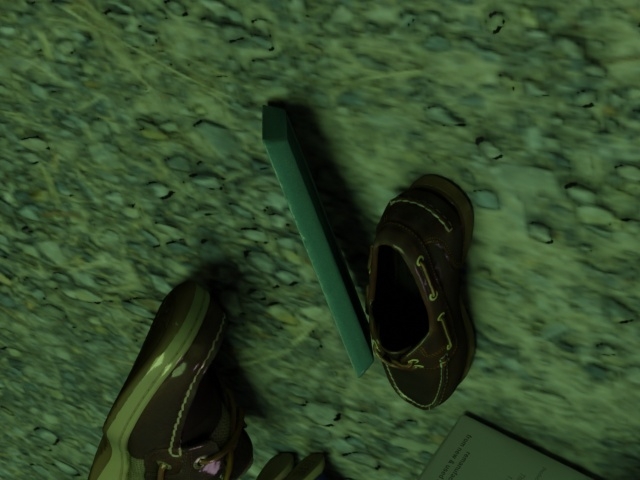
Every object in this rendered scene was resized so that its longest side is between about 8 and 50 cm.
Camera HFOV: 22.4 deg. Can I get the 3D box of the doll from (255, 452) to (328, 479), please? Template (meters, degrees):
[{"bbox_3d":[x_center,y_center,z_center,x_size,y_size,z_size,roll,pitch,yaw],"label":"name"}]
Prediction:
[{"bbox_3d":[0.022,0.265,1.381,0.129,0.046,0.189,-7,123,45],"label":"doll"}]

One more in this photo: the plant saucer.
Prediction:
[{"bbox_3d":[0.000,0.000,1.108,0.018,0.067,0.192,-17,115,6],"label":"plant saucer"}]

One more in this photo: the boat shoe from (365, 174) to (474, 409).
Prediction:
[{"bbox_3d":[0.061,0.050,1.107,0.073,0.073,0.207,19,140,24],"label":"boat shoe"}]

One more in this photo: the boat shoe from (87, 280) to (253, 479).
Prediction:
[{"bbox_3d":[-0.109,0.152,1.332,0.123,0.123,0.342,24,142,-2],"label":"boat shoe"}]

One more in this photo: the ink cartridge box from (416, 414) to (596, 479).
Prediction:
[{"bbox_3d":[0.191,0.285,1.199,0.283,0.117,0.207,26,141,18],"label":"ink cartridge box"}]
